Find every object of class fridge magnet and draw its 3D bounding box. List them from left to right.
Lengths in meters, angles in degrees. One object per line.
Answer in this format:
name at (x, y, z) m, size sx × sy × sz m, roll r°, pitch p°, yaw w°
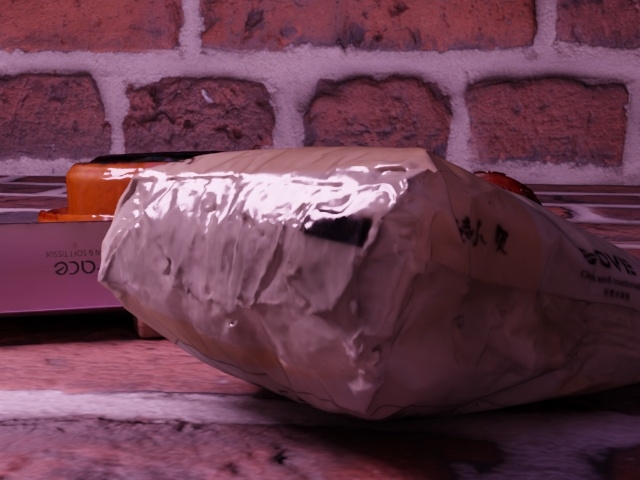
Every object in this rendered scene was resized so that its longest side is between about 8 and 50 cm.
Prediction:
fridge magnet at (-0.225, -0.050, 1.521) m, size 0.363 × 0.155 × 0.363 m, roll -2°, pitch 7°, yaw 0°

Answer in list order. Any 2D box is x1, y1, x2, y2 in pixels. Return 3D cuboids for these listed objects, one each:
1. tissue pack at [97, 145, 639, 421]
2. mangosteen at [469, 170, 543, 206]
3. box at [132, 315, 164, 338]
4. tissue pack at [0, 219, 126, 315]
tissue pack at (0.056, 0.035, 0.851) m, size 0.390 × 0.195 × 0.375 m, roll 8°, pitch -2°, yaw 43°
mangosteen at (0.171, 0.003, 1.208) m, size 0.180 × 0.166 × 0.166 m, roll -16°, pitch 12°, yaw -15°
box at (-0.130, 0.080, 1.056) m, size 0.115 × 0.025 × 0.048 m, roll -2°, pitch 9°, yaw -18°
tissue pack at (-0.248, 0.030, 1.087) m, size 0.246 × 0.093 × 0.148 m, roll -3°, pitch -4°, yaw -16°
